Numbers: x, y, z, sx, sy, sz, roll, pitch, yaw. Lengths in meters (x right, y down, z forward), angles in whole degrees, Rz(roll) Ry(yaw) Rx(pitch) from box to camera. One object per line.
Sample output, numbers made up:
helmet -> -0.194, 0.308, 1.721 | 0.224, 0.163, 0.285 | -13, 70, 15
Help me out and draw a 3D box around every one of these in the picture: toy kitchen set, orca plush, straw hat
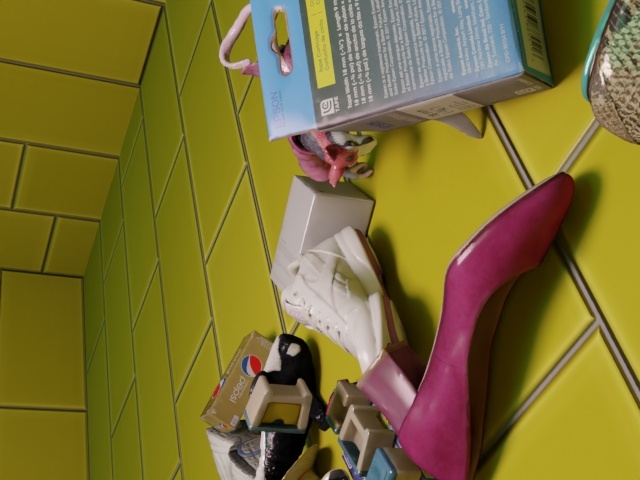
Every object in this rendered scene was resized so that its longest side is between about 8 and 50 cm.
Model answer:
toy kitchen set -> 0.002, 0.284, 1.187 | 0.207, 0.166, 0.122 | -128, 50, -59
orca plush -> -0.043, 0.282, 1.462 | 0.102, 0.151, 0.287 | -7, 44, 28
straw hat -> -0.023, 0.391, 1.431 | 0.061, 0.144, 0.144 | 35, 125, 16

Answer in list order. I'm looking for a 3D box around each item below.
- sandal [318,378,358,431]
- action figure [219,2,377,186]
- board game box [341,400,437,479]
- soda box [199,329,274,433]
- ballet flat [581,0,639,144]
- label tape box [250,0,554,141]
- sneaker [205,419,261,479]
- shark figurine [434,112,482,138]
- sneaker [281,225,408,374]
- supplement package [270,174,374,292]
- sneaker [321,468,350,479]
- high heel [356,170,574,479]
sandal -> 0.028, 0.238, 1.363 | 0.067, 0.040, 0.179 | -56, 3, -36
action figure -> 0.002, -0.227, 1.336 | 0.248, 0.275, 0.370 | -57, 20, 34
board game box -> 0.093, 0.305, 1.229 | 0.201, 0.035, 0.136 | -121, 44, -56
soda box -> -0.148, 0.258, 1.674 | 0.181, 0.058, 0.061 | -61, 12, -29
ballet flat -> 0.347, -0.300, 0.716 | 0.182, 0.164, 0.483 | 27, 115, 43
label tape box -> 0.085, -0.262, 1.085 | 0.333, 0.106, 0.241 | -11, 84, 33
sneaker -> -0.121, 0.410, 1.642 | 0.297, 0.111, 0.129 | -174, 76, -71
shark figurine -> 0.170, -0.281, 1.160 | 0.166, 0.116, 0.278 | 70, -159, -60
sneaker -> 0.031, 0.107, 1.275 | 0.305, 0.152, 0.114 | -108, -5, -55
supplement package -> 0.000, 0.000, 1.447 | 0.105, 0.105, 0.179 | -133, 53, -62
sneaker -> 0.010, 0.381, 1.342 | 0.075, 0.057, 0.161 | -114, 21, -54
high heel -> 0.201, 0.107, 1.014 | 0.181, 0.127, 0.377 | 45, 125, 19
